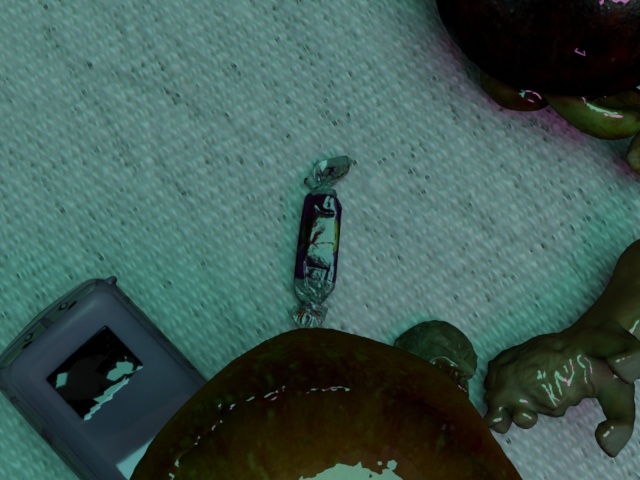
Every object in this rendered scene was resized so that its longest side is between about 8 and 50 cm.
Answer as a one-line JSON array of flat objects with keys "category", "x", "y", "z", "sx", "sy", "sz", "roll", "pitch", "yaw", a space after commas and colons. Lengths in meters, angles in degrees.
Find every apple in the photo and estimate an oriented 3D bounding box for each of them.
[{"category": "apple", "x": 0.014, "y": 0.263, "z": 1.049, "sx": 0.374, "sy": 0.374, "sz": 0.384, "roll": 1, "pitch": 85, "yaw": -8}]

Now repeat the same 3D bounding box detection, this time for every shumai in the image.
[{"category": "shumai", "x": 0.112, "y": 0.111, "z": 1.217, "sx": 0.083, "sy": 0.080, "sz": 0.082, "roll": 21, "pitch": 76, "yaw": -2}]

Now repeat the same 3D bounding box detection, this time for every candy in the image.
[{"category": "candy", "x": 0.000, "y": 0.000, "z": 1.239, "sx": 0.045, "sy": 0.043, "sz": 0.175, "roll": 6, "pitch": 80, "yaw": 3}]

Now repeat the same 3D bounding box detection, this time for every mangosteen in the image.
[{"category": "mangosteen", "x": 0.239, "y": -0.245, "z": 1.214, "sx": 0.288, "sy": 0.288, "sz": 0.288, "roll": 1, "pitch": 80, "yaw": -8}]

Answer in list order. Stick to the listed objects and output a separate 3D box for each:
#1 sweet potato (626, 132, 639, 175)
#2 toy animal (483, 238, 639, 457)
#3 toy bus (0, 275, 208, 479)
[{"category": "sweet potato", "x": 0.462, "y": -0.129, "z": 1.302, "sx": 0.354, "sy": 0.095, "sz": 0.106, "roll": -26, "pitch": 130, "yaw": -10}, {"category": "toy animal", "x": 0.277, "y": 0.078, "z": 1.207, "sx": 0.312, "sy": 0.157, "sz": 0.097, "roll": -45, "pitch": 127, "yaw": -6}, {"category": "toy bus", "x": -0.179, "y": 0.137, "z": 1.134, "sx": 0.142, "sy": 0.142, "sz": 0.202, "roll": -43, "pitch": 78, "yaw": -12}]
